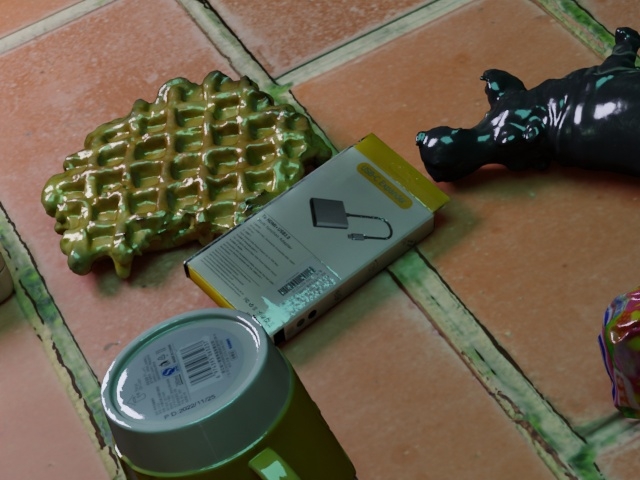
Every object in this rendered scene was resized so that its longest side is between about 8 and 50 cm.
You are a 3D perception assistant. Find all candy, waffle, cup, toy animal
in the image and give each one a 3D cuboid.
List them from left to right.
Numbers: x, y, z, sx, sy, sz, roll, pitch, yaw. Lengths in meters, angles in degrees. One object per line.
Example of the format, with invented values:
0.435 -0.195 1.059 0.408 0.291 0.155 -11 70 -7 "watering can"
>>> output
-0.147 -0.068 1.945 0.301 0.058 0.281 -27 41 -8 "waffle"
-0.058 0.192 1.490 0.185 0.226 0.241 -37 36 -20 "cup"
0.272 -0.124 1.819 0.343 0.106 0.168 1 51 30 "toy animal"
0.383 0.078 1.470 0.365 0.124 0.124 -8 36 46 "candy"

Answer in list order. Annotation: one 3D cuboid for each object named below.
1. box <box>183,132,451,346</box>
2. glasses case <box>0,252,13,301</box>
0.000 0.000 1.810 0.247 0.033 0.129 -35 58 -21 "box"
-0.494 0.075 1.896 0.336 0.076 0.144 -30 42 -14 "glasses case"
